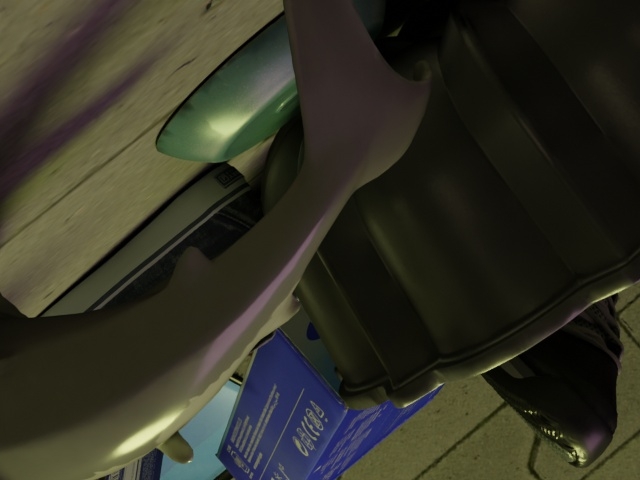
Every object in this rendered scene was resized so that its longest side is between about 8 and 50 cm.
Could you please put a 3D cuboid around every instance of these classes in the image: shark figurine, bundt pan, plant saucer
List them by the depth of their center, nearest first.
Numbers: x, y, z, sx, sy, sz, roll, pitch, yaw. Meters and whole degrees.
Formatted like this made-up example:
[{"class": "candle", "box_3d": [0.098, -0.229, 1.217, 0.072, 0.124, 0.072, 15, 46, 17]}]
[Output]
[{"class": "shark figurine", "box_3d": [-0.084, 0.022, 0.546, 0.278, 0.116, 0.166, -32, -144, 42]}, {"class": "plant saucer", "box_3d": [-0.014, -0.067, 0.713, 0.119, 0.021, 0.119, -40, 177, -2]}, {"class": "bundt pan", "box_3d": [0.103, -0.071, 0.807, 0.331, 0.124, 0.331, -38, -174, 5]}]

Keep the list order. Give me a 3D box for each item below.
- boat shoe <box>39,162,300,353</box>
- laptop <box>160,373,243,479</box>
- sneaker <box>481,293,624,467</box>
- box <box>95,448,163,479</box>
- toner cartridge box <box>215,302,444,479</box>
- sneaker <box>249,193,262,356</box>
[{"class": "boat shoe", "box_3d": [-0.087, 0.047, 0.905, 0.183, 0.083, 0.065, -41, 177, 22]}, {"class": "laptop", "box_3d": [-0.180, 0.189, 1.331, 0.234, 0.136, 0.264, -42, 176, 30]}, {"class": "sneaker", "box_3d": [0.129, 0.019, 0.873, 0.132, 0.086, 0.229, -42, -163, 5]}, {"class": "box", "box_3d": [-0.130, 0.119, 1.134, 0.225, 0.036, 0.136, 21, 76, -85]}, {"class": "toner cartridge box", "box_3d": [0.028, 0.080, 1.154, 0.165, 0.075, 0.348, -39, 170, -20]}, {"class": "sneaker", "box_3d": [0.000, 0.000, 1.182, 0.121, 0.099, 0.262, -45, 177, 15]}]
